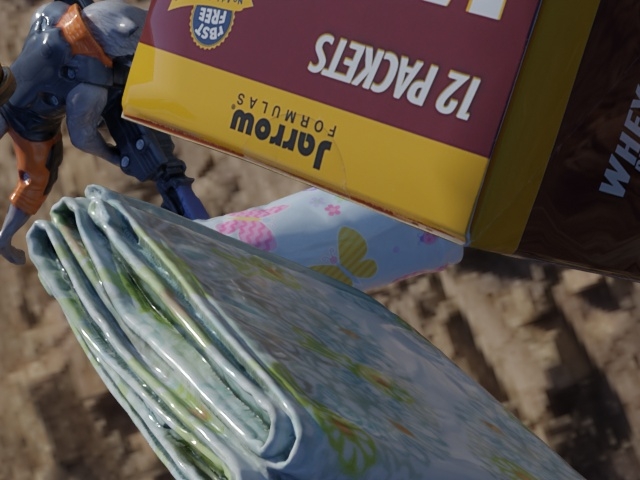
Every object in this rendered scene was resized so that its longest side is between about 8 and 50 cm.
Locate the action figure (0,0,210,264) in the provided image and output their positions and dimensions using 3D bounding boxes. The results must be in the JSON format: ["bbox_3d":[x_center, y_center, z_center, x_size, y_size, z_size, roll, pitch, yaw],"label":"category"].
[{"bbox_3d":[-0.282,-0.119,1.722,0.330,0.178,0.341,-46,68,20],"label":"action figure"}]

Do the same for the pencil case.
[{"bbox_3d":[0.000,0.000,1.508,0.124,0.273,0.113,-129,25,-56],"label":"pencil case"}]

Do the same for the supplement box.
[{"bbox_3d":[0.077,-0.094,0.459,0.129,0.194,0.191,22,98,40],"label":"supplement box"}]

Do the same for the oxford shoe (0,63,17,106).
[{"bbox_3d":[-0.257,-0.075,0.774,0.076,0.212,0.076,-113,16,-59],"label":"oxford shoe"}]

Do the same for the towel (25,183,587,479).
[{"bbox_3d":[0.010,0.111,1.051,0.090,0.374,0.320,-57,42,11],"label":"towel"}]
